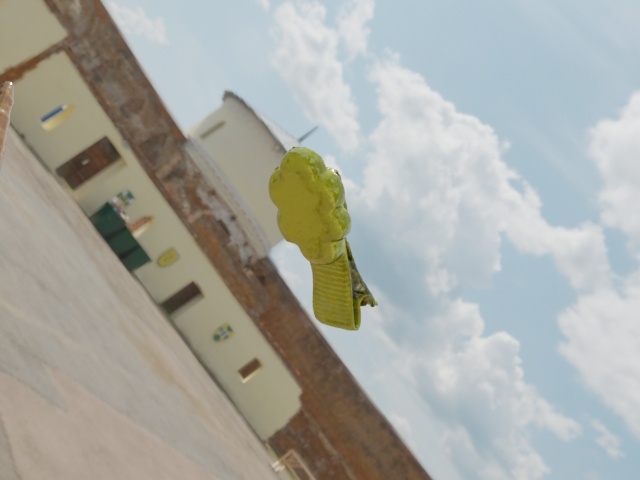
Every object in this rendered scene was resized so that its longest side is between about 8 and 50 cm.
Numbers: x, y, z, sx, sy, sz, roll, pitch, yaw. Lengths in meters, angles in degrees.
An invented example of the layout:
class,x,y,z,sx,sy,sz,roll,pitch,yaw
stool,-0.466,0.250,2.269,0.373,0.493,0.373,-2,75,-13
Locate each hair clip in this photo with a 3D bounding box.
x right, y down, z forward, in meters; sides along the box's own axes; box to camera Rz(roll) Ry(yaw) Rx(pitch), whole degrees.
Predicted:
class,x,y,z,sx,sy,sz,roll,pitch,yaw
hair clip,0.000,0.000,0.614,0.072,0.046,0.173,9,-47,30

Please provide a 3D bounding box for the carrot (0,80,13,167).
class,x,y,z,sx,sy,sz,roll,pitch,yaw
carrot,-0.413,-0.050,0.873,0.069,0.069,0.336,90,7,-69
